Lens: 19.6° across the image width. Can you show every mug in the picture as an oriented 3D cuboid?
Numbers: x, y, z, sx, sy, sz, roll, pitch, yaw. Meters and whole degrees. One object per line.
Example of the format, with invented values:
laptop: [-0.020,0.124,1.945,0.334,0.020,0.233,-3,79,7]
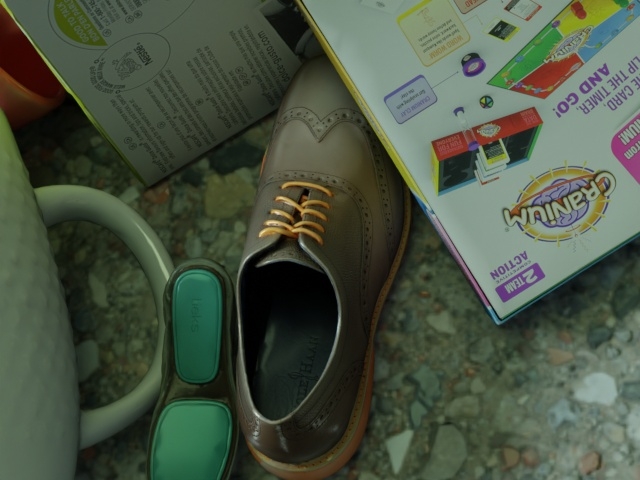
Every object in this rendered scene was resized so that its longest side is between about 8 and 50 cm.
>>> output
mug: [-0.287,0.075,1.476,0.374,0.276,0.328,-15,74,-24]

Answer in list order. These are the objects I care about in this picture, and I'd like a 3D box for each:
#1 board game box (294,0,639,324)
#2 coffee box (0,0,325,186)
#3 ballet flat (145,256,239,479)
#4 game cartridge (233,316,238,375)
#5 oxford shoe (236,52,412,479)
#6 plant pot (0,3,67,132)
board game box: [0.154,-0.131,1.446,0.242,0.064,0.316,-31,95,0]
coffee box: [-0.135,-0.317,1.538,0.334,0.338,0.337,-32,62,0]
ballet flat: [-0.096,0.121,1.479,0.072,0.068,0.213,4,87,4]
game cartridge: [-0.046,0.078,1.527,0.056,0.017,0.083,25,76,27]
oxford shoe: [0.000,0.000,1.466,0.130,0.133,0.364,-1,68,10]
plant pot: [-0.393,-0.160,1.602,0.243,0.275,0.275,-35,63,11]
